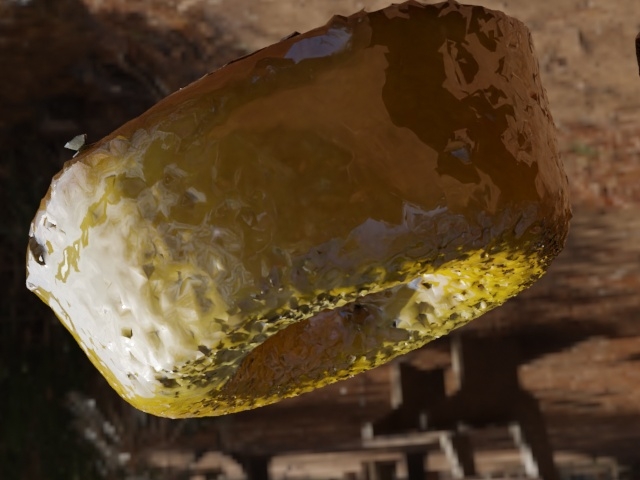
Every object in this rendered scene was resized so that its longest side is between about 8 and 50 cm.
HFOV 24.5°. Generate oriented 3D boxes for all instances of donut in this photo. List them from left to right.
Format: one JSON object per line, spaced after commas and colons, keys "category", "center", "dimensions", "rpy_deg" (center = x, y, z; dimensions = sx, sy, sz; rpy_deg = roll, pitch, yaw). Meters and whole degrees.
{"category": "donut", "center": [-0.001, 0.000, 0.691], "dimensions": [0.277, 0.108, 0.277], "rpy_deg": [-21, 167, -5]}

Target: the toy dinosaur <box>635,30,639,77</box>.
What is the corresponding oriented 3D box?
{"category": "toy dinosaur", "center": [0.148, -0.138, 0.532], "dimensions": [0.208, 0.097, 0.432], "rpy_deg": [37, 164, 20]}
